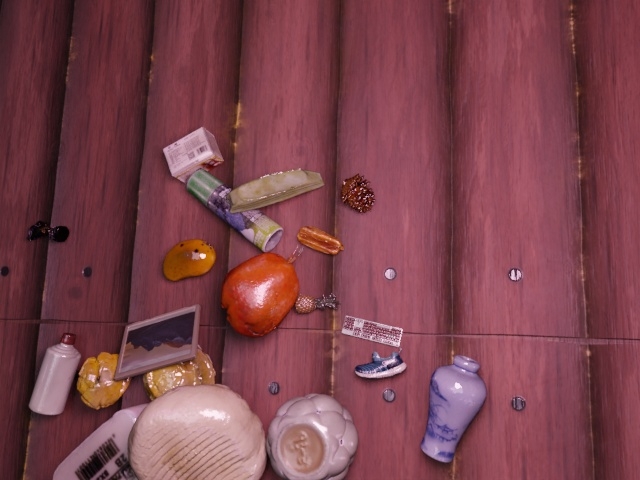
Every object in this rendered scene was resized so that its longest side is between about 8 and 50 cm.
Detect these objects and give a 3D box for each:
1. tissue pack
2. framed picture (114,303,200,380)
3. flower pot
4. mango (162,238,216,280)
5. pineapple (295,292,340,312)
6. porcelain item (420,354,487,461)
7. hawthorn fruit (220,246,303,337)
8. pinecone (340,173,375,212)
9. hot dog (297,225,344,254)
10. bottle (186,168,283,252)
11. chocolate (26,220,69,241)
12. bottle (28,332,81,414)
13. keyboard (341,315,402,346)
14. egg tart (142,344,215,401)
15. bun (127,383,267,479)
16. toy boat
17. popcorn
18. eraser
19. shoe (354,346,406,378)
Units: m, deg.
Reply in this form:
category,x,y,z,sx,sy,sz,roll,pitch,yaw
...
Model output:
category,x,y,z,sx,sy,sz,roll,pitch,yaw
tissue pack,-0.396,-0.266,1.666,0.148,0.099,0.106,-26,74,9
framed picture,-0.483,0.301,1.590,0.265,0.018,0.192,-18,45,11
flower pot,-0.022,0.524,1.391,0.246,0.195,0.246,-2,81,13
mango,-0.404,0.057,1.625,0.178,0.090,0.115,-14,85,20
pineapple,-0.008,0.180,1.517,0.124,0.058,0.058,-3,80,14
porcelain item,0.335,0.423,1.353,0.141,0.141,0.259,17,93,16
hawthorn fruit,-0.147,0.126,1.493,0.299,0.211,0.211,-42,73,-11
pinecone,0.104,-0.130,1.521,0.102,0.102,0.109,-27,86,9
hot dog,0.001,0.000,1.553,0.144,0.038,0.062,21,84,15
bottle,-0.262,-0.095,1.607,0.330,0.093,0.093,37,91,17
chocolate,-0.921,-0.032,1.785,0.147,0.070,0.072,8,55,15
bottle,-0.821,0.410,1.664,0.104,0.104,0.245,15,85,16
keyboard,0.143,0.255,1.485,0.165,0.017,0.055,11,84,16
egg tart,-0.430,0.410,1.572,0.231,0.098,0.252,-12,75,9
bun,-0.325,0.536,1.438,0.364,0.219,0.365,0,108,0
toy boat,-0.132,-0.156,1.554,0.292,0.055,0.093,-17,67,-8
popcorn,-0.655,0.420,1.606,0.148,0.152,0.167,39,64,-17
eraser,-0.568,0.627,1.541,0.331,0.150,0.332,-3,79,13
shoe,0.160,0.336,1.444,0.142,0.064,0.071,-14,79,9
